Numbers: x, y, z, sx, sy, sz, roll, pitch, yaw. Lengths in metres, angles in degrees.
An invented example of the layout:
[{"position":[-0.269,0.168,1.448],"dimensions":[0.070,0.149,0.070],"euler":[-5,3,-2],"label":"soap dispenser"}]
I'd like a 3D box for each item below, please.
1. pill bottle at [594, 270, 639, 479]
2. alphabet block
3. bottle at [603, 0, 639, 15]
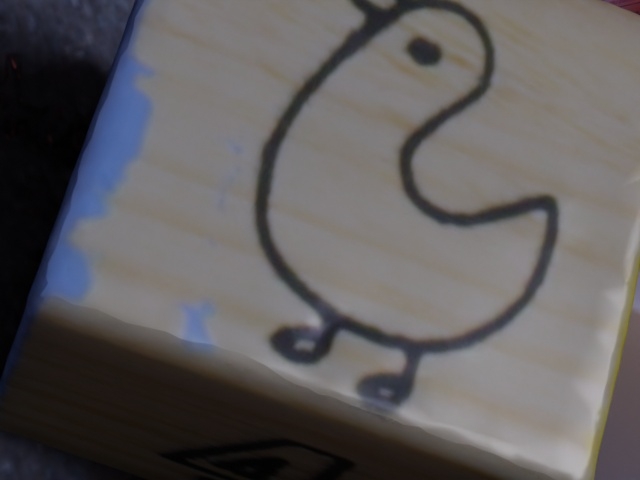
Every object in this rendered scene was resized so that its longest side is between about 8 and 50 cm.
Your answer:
[{"position":[0.258,0.035,0.975],"dimensions":[0.408,0.229,0.229],"euler":[-28,102,-44],"label":"pill bottle"},{"position":[0.000,0.000,0.690],"dimensions":[0.197,0.193,0.192],"euler":[19,70,-8],"label":"alphabet block"},{"position":[0.098,-0.150,0.914],"dimensions":[0.283,0.092,0.118],"euler":[-19,82,-56],"label":"bottle"}]
